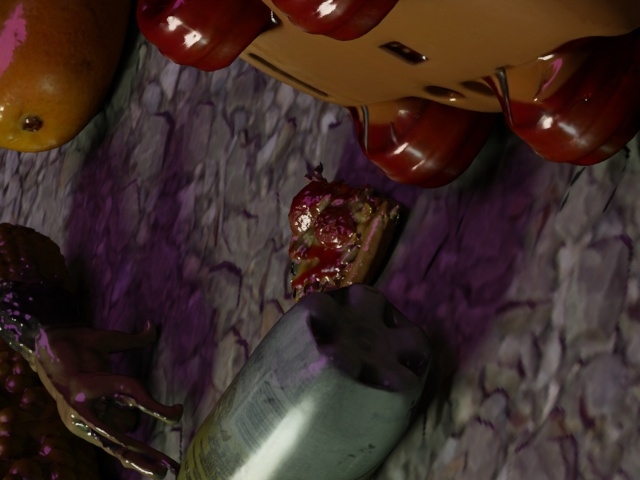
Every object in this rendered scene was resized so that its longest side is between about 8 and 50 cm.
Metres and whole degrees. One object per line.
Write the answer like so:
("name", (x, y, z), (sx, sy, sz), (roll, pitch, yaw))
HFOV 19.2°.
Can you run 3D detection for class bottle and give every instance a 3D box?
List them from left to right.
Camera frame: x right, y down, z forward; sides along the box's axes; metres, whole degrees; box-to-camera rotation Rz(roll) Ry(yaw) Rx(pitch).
("bottle", (-0.036, 0.130, 0.957), (0.270, 0.083, 0.083), (-55, 32, 38))

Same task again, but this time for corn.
("corn", (-0.197, 0.112, 1.247), (0.097, 0.097, 0.320), (-53, 32, 32))

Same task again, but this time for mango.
("mango", (-0.192, -0.168, 1.393), (0.141, 0.102, 0.217), (126, 155, -73))

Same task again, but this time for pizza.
("pizza", (0.001, 0.013, 1.009), (0.100, 0.029, 0.099), (29, 101, 62))

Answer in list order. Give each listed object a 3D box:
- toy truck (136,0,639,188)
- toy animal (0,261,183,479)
("toy truck", (0.049, -0.166, 0.864), (0.265, 0.189, 0.239), (-5, 62, 61))
("toy animal", (-0.129, 0.092, 1.167), (0.220, 0.086, 0.069), (40, 114, 41))
